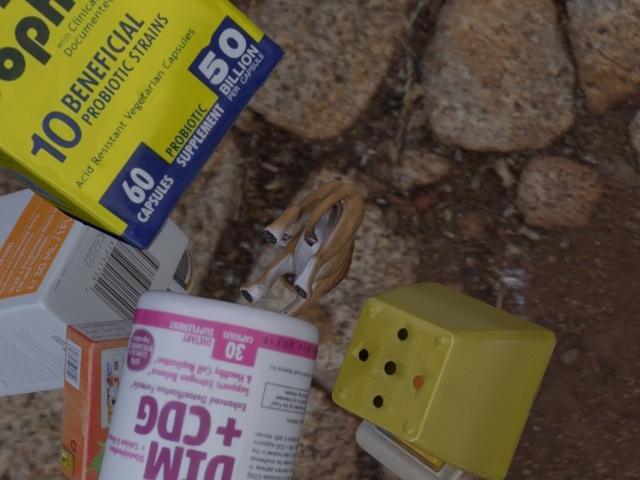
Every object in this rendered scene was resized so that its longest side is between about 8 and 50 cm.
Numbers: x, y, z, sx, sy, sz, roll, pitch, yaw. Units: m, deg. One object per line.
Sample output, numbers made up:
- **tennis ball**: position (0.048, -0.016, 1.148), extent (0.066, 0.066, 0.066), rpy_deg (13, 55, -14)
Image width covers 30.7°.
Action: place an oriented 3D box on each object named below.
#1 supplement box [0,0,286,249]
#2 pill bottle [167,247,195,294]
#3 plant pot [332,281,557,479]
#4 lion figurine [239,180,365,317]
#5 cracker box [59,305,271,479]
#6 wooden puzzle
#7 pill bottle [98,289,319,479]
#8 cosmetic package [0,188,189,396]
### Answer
- **supplement box**: position (-0.241, -0.179, 0.876), extent (0.194, 0.356, 0.195), rpy_deg (-56, 28, -9)
- **pill bottle**: position (-0.338, 0.024, 2.088), extent (0.162, 0.278, 0.162), rpy_deg (-4, 69, 11)
- **plant pot**: position (0.140, 0.171, 1.502), extent (0.212, 0.187, 0.212), rpy_deg (23, 94, 39)
- **lion figurine**: position (0.000, 0.000, 1.811), extent (0.142, 0.240, 0.392), rpy_deg (44, 154, 0)
- **cracker box**: position (-0.145, 0.157, 1.192), extent (0.067, 0.232, 0.155), rpy_deg (21, 109, 52)
- **wooden puzzle**: position (0.181, 0.260, 1.800), extent (0.238, 0.044, 0.221), rpy_deg (-52, 39, -7)
- **pill bottle**: position (-0.104, 0.194, 0.982), extent (0.160, 0.160, 0.283), rpy_deg (7, 82, 32)
- **cosmetic package**: position (-0.417, 0.070, 1.541), extent (0.453, 0.161, 0.230), rpy_deg (-12, 43, 36)
